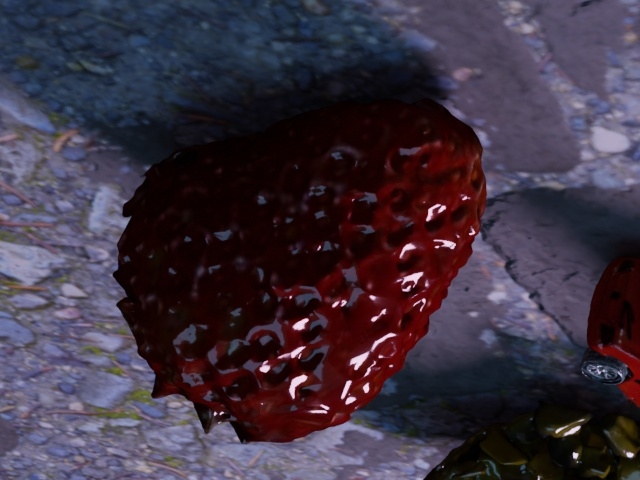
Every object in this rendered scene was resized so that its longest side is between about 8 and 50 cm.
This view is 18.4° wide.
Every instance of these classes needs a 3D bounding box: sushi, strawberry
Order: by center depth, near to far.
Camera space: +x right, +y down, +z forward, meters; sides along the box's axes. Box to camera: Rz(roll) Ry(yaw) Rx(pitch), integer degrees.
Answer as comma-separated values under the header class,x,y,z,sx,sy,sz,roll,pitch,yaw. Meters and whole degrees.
class,x,y,z,sx,sy,sz,roll,pitch,yaw
strawberry,0.000,0.000,1.232,0.205,0.205,0.244,32,121,-27
sushi,0.184,0.208,1.481,0.296,0.167,0.179,14,175,8

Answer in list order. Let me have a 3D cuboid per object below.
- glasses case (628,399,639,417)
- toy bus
class,x,y,z,sx,sy,sz,roll,pitch,yaw
glasses case,0.242,0.106,1.420,0.032,0.021,0.083,12,149,5
toy bus,0.254,0.085,1.316,0.089,0.081,0.195,-4,145,42
